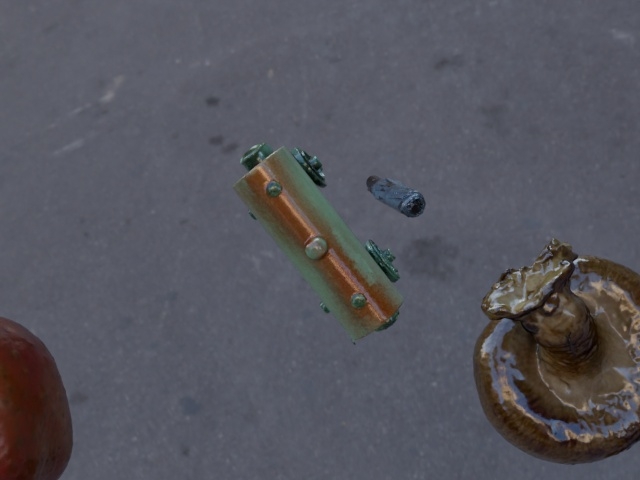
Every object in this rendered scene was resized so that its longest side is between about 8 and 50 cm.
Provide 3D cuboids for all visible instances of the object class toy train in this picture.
[{"bbox_3d":[0.000,0.000,1.221,0.116,0.285,0.177,-37,4,7],"label":"toy train"}]

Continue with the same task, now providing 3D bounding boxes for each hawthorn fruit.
[{"bbox_3d":[-0.463,0.215,1.288,0.275,0.300,0.275,-9,2,0],"label":"hawthorn fruit"}]

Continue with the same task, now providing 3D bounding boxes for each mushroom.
[{"bbox_3d":[0.417,0.167,1.572,0.331,0.356,0.334,-37,78,-26],"label":"mushroom"}]

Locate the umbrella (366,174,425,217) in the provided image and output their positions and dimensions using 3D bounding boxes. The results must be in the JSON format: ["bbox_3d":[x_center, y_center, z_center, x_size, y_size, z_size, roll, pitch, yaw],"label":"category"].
[{"bbox_3d":[0.140,-0.092,1.933,0.052,0.053,0.250,17,10,-19],"label":"umbrella"}]
